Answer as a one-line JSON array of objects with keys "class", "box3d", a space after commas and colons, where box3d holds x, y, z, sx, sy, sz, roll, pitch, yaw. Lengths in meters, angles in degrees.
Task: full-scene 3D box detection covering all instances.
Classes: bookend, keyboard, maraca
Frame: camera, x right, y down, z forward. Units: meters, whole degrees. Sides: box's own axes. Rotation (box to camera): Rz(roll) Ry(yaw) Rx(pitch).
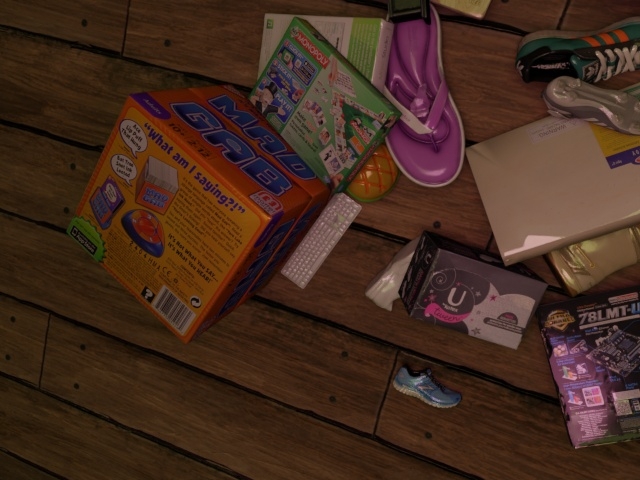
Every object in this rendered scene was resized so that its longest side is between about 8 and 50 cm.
[{"class": "bookend", "box3d": [0.135, -0.508, 1.168, 0.157, 0.072, 0.156, -2, 98, 18]}, {"class": "keyboard", "box3d": [0.000, 0.000, 1.412, 0.072, 0.014, 0.256, 38, 107, 8]}, {"class": "maraca", "box3d": [0.128, -0.171, 1.306, 0.127, 0.099, 0.186, 42, 85, -16]}]

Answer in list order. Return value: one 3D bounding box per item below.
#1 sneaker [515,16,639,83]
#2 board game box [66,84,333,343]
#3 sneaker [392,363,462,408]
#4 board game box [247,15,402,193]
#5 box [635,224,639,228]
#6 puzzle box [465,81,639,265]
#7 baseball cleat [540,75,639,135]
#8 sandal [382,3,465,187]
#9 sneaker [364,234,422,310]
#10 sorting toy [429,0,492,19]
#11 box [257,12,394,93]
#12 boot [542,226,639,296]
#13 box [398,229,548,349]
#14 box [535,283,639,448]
[{"class": "sneaker", "box3d": [0.535, -0.347, 1.125, 0.302, 0.121, 0.108, 0, 139, 22]}, {"class": "board game box", "box3d": [-0.239, -0.077, 1.261, 0.356, 0.356, 0.356, 41, 118, 8]}, {"class": "sneaker", "box3d": [0.253, 0.338, 1.364, 0.162, 0.063, 0.073, 18, 100, 13]}, {"class": "board game box", "box3d": [-0.002, -0.284, 1.224, 0.317, 0.046, 0.213, 50, 121, 20]}, {"class": "box", "box3d": [0.654, -0.090, 1.146, 0.201, 0.021, 0.164, 22, 65, 14]}, {"class": "puzzle box", "box3d": [0.517, -0.136, 1.137, 0.408, 0.052, 0.272, -19, 59, 17]}, {"class": "baseball cleat", "box3d": [0.526, -0.254, 1.117, 0.205, 0.109, 0.072, 28, 87, 4]}, {"class": "sandal", "box3d": [0.196, -0.315, 1.225, 0.169, 0.102, 0.417, -12, 84, 16]}, {"class": "sneaker", "box3d": [0.203, 0.077, 1.340, 0.094, 0.080, 0.212, 41, 114, -6]}, {"class": "sorting toy", "box3d": [0.270, -0.615, 1.196, 0.255, 0.089, 0.257, 26, 105, 12]}, {"class": "box", "box3d": [-0.004, -0.368, 1.280, 0.322, 0.058, 0.232, 19, 106, 35]}, {"class": "boot", "box3d": [0.542, -0.041, 1.202, 0.203, 0.095, 0.262, -27, 75, 10]}, {"class": "box", "box3d": [0.314, 0.104, 1.228, 0.247, 0.142, 0.163, 18, 104, -7]}, {"class": "box", "box3d": [0.620, 0.247, 1.180, 0.295, 0.073, 0.294, -16, 69, 17]}]
